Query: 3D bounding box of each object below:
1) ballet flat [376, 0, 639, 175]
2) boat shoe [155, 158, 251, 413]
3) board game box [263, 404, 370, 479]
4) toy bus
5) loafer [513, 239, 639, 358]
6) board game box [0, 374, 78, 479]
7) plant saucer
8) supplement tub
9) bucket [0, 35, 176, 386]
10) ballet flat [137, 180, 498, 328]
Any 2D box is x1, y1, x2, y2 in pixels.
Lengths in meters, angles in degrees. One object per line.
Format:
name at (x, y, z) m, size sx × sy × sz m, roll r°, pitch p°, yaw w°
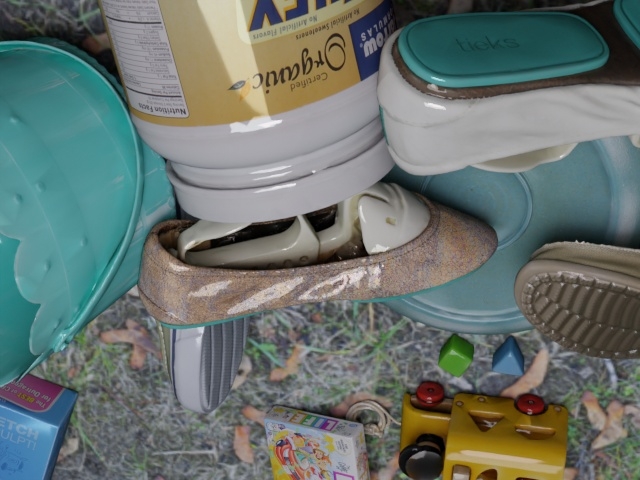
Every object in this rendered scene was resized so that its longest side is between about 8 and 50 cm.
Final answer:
ballet flat at (0.227, -0.123, 1.139) m, size 0.400 × 0.139 × 0.139 m, roll -8°, pitch 121°, yaw -17°
boat shoe at (-0.126, 0.018, 1.359) m, size 0.094 × 0.109 × 0.302 m, roll 11°, pitch 113°, yaw 23°
board game box at (0.002, 0.248, 1.475) m, size 0.103 × 0.026 × 0.154 m, roll 8°, pitch 122°, yaw 28°
toy bus at (0.146, 0.211, 1.398) m, size 0.202 × 0.104 × 0.191 m, roll -38°, pitch 106°, yaw 26°
loafer at (0.296, 0.048, 1.266) m, size 0.268 × 0.092 × 0.102 m, roll 12°, pitch 134°, yaw -11°
board game box at (-0.441, 0.212, 1.539) m, size 0.316 × 0.064 × 0.242 m, roll 21°, pitch 121°, yaw 0°
plant saucer at (0.141, -0.040, 1.295) m, size 0.317 × 0.044 × 0.318 m, roll 5°, pitch 120°, yaw 9°
supplement tub at (-0.060, -0.195, 1.134) m, size 0.228 × 0.228 × 0.316 m, roll -7°, pitch 116°, yaw 15°
bucket at (-0.271, -0.035, 1.243) m, size 0.281 × 0.183 × 0.281 m, roll 27°, pitch 135°, yaw 31°
ballet flat at (0.000, 0.000, 1.213) m, size 0.315 × 0.107 × 0.106 m, roll -13°, pitch 126°, yaw -9°
